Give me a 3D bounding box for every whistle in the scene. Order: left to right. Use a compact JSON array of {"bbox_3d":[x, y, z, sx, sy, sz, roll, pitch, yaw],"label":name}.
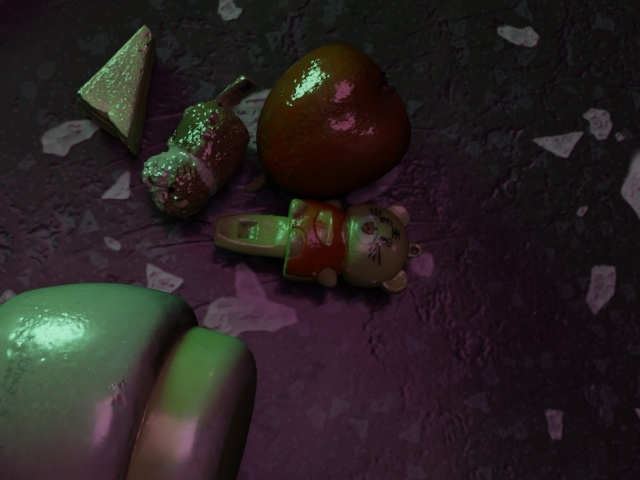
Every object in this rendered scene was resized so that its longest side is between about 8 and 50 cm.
[{"bbox_3d":[0.000,0.000,1.252,0.288,0.106,0.131,7,67,-6],"label":"whistle"}]

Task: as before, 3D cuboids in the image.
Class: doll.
[{"bbox_3d":[-0.160,-0.130,1.267,0.115,0.105,0.221,39,68,-34],"label":"doll"}]

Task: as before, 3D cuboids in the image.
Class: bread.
[{"bbox_3d":[-0.253,-0.209,1.291,0.105,0.077,0.152,38,76,8],"label":"bread"}]

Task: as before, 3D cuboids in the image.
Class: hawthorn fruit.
[{"bbox_3d":[-0.004,-0.146,1.261,0.251,0.199,0.199,-36,81,-2],"label":"hawthorn fruit"}]

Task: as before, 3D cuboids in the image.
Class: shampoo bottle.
[{"bbox_3d":[-0.248,0.208,1.047,0.317,0.322,0.322,12,73,3],"label":"shampoo bottle"}]
